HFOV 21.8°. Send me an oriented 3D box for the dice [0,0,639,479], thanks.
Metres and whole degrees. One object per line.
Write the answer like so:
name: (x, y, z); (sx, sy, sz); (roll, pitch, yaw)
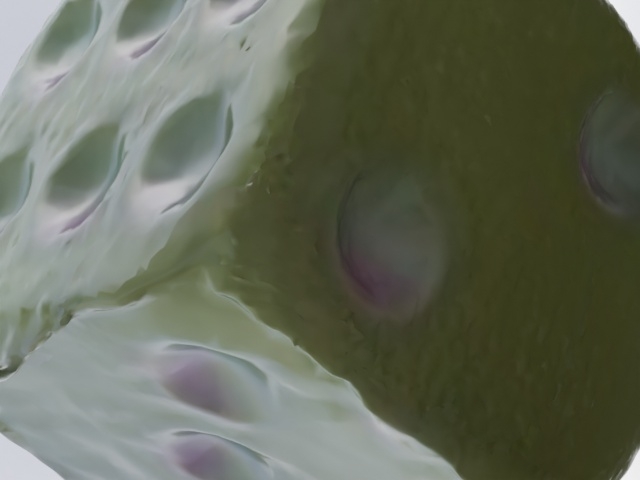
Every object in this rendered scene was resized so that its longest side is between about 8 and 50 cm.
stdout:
dice: (0.000, 0.000, 0.749); (0.249, 0.252, 0.254); (35, -121, -32)
